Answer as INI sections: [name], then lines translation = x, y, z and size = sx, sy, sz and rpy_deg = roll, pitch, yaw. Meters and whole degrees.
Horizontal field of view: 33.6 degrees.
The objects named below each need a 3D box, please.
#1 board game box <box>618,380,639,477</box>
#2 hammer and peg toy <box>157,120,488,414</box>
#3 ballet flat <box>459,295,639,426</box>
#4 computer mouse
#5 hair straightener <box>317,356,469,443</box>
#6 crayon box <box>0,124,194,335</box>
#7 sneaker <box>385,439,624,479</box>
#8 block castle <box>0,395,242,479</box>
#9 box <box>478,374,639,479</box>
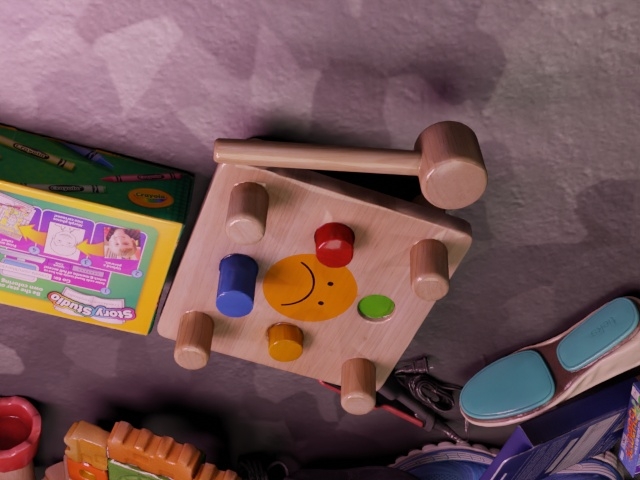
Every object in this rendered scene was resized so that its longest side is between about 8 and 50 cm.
[board game box]
translation = 0.443, 0.187, 1.204
size = 0.201, 0.035, 0.136
rpy_deg = -16, 133, -13
[hammer and peg toy]
translation = 0.000, 0.000, 1.024
size = 0.265, 0.127, 0.361
rpy_deg = 16, 130, -11
[ballet flat]
translation = 0.275, 0.149, 1.192
size = 0.248, 0.086, 0.086
rpy_deg = -32, 124, 26
[computer mouse]
translation = 0.024, 0.350, 1.304
size = 0.272, 0.072, 0.189
rpy_deg = -13, 111, 33
[hair straightener]
translation = 0.104, 0.179, 1.237
size = 0.230, 0.047, 0.089
rpy_deg = 35, 124, -27
[crayon box]
translation = -0.281, -0.015, 1.043
size = 0.278, 0.081, 0.165
rpy_deg = 14, 131, -12
[sneaker]
translation = 0.214, 0.338, 1.314
size = 0.329, 0.147, 0.130
rpy_deg = -6, 132, 11
[block castle]
translation = -0.231, 0.372, 1.204
size = 0.453, 0.303, 0.213
rpy_deg = 17, 138, 6
[box]
translation = 0.268, 0.233, 1.213
size = 0.225, 0.037, 0.136
rpy_deg = -17, 148, -28
